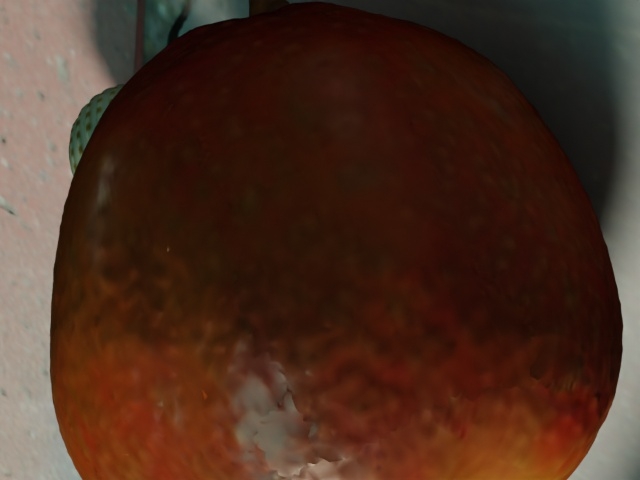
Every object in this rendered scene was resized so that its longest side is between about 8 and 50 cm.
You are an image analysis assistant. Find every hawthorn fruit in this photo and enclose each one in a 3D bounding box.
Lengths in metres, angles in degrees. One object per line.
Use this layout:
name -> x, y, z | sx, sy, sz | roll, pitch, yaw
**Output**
hawthorn fruit -> 0.000, 0.000, 0.651 | 0.196, 0.196, 0.225 | -22, 78, 49

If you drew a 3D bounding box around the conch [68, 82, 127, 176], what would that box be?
conch -> -0.060, -0.025, 0.764 | 0.085, 0.056, 0.076 | 2, 132, 43
